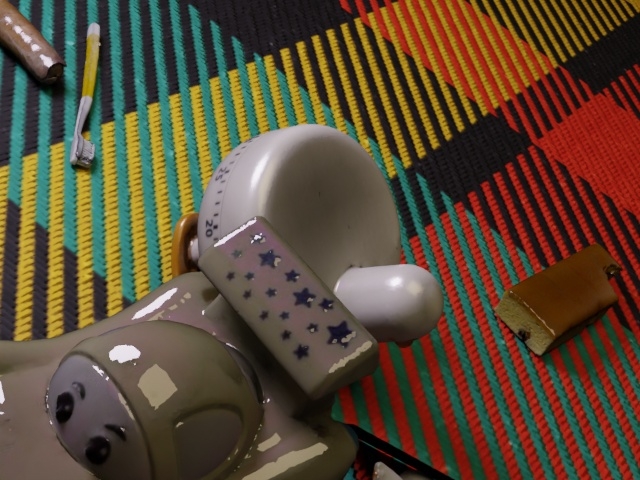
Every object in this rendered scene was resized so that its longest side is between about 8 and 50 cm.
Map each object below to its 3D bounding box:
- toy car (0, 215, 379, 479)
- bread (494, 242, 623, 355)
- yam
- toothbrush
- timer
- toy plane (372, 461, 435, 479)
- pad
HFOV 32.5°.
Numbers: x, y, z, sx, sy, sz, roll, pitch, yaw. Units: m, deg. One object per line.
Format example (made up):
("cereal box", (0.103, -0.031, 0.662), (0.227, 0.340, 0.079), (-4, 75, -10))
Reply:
("toy car", (-0.143, 0.149, 0.828), (0.336, 0.226, 0.242), (-20, 56, -39))
("bread", (0.309, 0.069, 1.357), (0.226, 0.049, 0.088), (-20, 57, -45))
("yam", (-0.396, -0.277, 1.341), (0.046, 0.046, 0.264), (-21, 58, -45))
("toothbrush", (-0.277, -0.180, 1.319), (0.024, 0.021, 0.288), (22, 36, -25))
("timer", (0.000, 0.000, 1.094), (0.233, 0.240, 0.233), (9, 78, -47))
("toy plane", (0.057, 0.295, 0.866), (0.244, 0.117, 0.245), (21, 60, -42))
("pad", (0.074, 0.195, 0.987), (0.127, 0.190, 0.004), (28, 79, 0))
